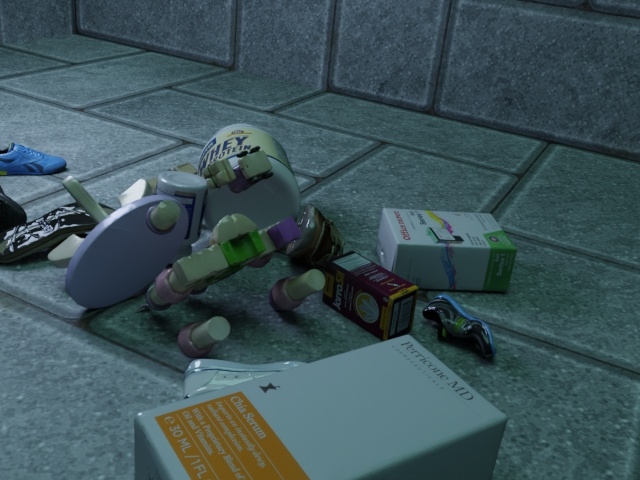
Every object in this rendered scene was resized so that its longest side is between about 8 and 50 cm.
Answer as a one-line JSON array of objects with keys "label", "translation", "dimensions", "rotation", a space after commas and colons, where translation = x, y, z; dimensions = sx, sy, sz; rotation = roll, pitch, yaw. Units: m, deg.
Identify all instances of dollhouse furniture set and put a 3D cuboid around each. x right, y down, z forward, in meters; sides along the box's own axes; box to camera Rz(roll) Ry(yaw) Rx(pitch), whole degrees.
[{"label": "dollhouse furniture set", "translation": [-0.359, -0.093, 1.780], "dimensions": [0.161, 0.101, 0.182], "rotation": [41, 35, 12]}]

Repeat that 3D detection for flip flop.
[{"label": "flip flop", "translation": [-0.579, -0.008, 1.543], "dimensions": [0.277, 0.080, 0.112], "rotation": [-26, 43, -24]}]

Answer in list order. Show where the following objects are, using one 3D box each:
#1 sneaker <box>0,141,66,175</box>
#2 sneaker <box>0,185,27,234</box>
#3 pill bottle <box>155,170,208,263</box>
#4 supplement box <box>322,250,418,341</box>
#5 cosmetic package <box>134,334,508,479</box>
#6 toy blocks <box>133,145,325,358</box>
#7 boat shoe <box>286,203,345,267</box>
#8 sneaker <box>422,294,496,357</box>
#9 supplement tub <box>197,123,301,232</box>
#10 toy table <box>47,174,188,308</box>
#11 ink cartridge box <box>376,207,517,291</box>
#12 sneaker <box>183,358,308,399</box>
[{"label": "sneaker", "translation": [-0.813, -0.228, 1.925], "dimensions": [0.209, 0.082, 0.069], "rotation": [-3, 25, -22]}, {"label": "sneaker", "translation": [-0.786, -0.096, 1.640], "dimensions": [0.286, 0.109, 0.130], "rotation": [20, 23, 22]}, {"label": "pill bottle", "translation": [-0.315, -0.049, 1.536], "dimensions": [0.111, 0.187, 0.112], "rotation": [12, 19, -4]}, {"label": "supplement box", "translation": [0.098, 0.110, 1.412], "dimensions": [0.080, 0.104, 0.188], "rotation": [-18, 35, -40]}, {"label": "cosmetic package", "translation": [0.003, 0.296, 0.943], "dimensions": [0.453, 0.162, 0.230], "rotation": [-11, 31, -32]}, {"label": "toy blocks", "translation": [-0.203, 0.037, 1.336], "dimensions": [0.288, 0.309, 0.260], "rotation": [-24, -4, -35]}, {"label": "boat shoe", "translation": [0.000, 0.000, 1.505], "dimensions": [0.116, 0.123, 0.324], "rotation": [24, 0, 0]}, {"label": "sneaker", "translation": [0.274, 0.178, 1.377], "dimensions": [0.078, 0.067, 0.188], "rotation": [-30, 41, -19]}, {"label": "supplement tub", "translation": [-0.183, -0.147, 1.725], "dimensions": [0.235, 0.236, 0.325], "rotation": [1, 26, -12]}, {"label": "toy table", "translation": [-0.417, -0.008, 1.404], "dimensions": [0.274, 0.252, 0.160], "rotation": [-35, 46, -25]}, {"label": "ink cartridge box", "translation": [0.285, 0.019, 1.627], "dimensions": [0.278, 0.117, 0.201], "rotation": [3, 26, -7]}, {"label": "sneaker", "translation": [-0.093, 0.252, 1.116], "dimensions": [0.257, 0.094, 0.091], "rotation": [2, 44, 0]}]
